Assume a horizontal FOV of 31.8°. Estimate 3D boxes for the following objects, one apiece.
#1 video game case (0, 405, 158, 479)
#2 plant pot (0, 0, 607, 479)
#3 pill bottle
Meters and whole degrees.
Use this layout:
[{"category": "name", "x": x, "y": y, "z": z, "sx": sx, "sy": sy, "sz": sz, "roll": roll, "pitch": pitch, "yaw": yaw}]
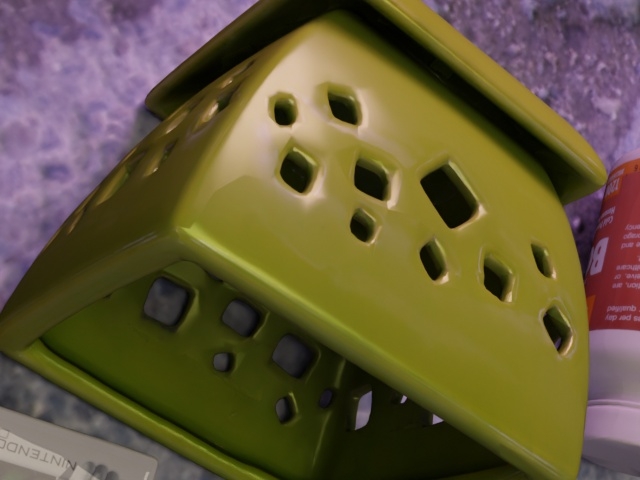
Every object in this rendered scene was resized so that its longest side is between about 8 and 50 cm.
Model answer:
[{"category": "video game case", "x": -0.184, "y": 0.174, "z": 0.551, "sx": 0.173, "sy": 0.022, "sz": 0.190, "roll": 25, "pitch": 70, "yaw": -26}, {"category": "plant pot", "x": 0.000, "y": 0.000, "z": 0.585, "sx": 0.228, "sy": 0.227, "sz": 0.207, "roll": 34, "pitch": 59, "yaw": -22}, {"category": "pill bottle", "x": 0.240, "y": 0.051, "z": 0.779, "sx": 0.121, "sy": 0.121, "sz": 0.216, "roll": 28, "pitch": 68, "yaw": -25}]
